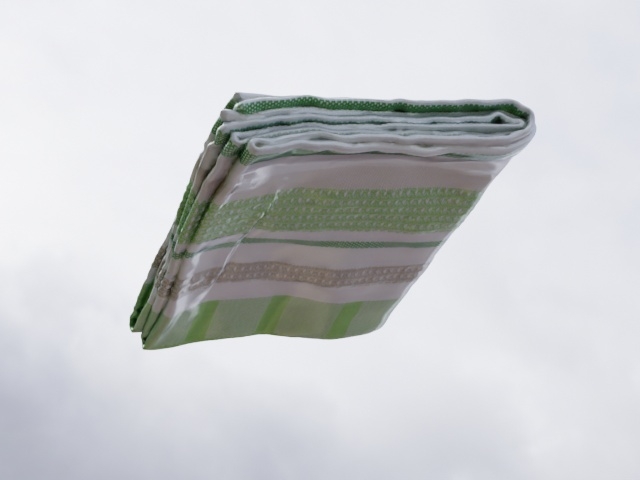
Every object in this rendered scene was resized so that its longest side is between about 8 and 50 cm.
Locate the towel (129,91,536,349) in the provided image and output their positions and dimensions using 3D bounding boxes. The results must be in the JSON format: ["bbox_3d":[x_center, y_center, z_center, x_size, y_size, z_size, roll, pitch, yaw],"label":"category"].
[{"bbox_3d":[0.000,0.000,0.524,0.113,0.023,0.152,-1,-31,-21],"label":"towel"}]
